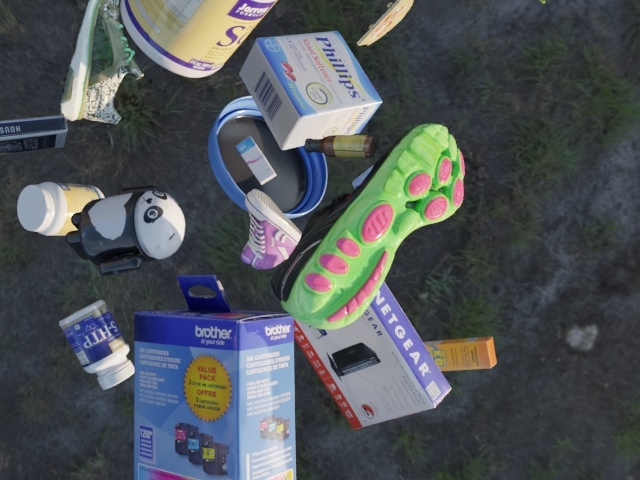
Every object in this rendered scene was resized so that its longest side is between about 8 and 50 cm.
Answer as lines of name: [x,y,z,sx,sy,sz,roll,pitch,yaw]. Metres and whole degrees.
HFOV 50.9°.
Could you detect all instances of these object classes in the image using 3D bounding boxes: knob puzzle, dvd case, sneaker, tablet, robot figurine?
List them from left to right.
dvd case: [-0.520,-0.154,1.040,0.238,0.179,0.030,-10,94,-22]
sneaker: [-0.543,-0.485,1.740,0.181,0.158,0.411,15,94,-24]
robot figurine: [-0.466,-0.029,1.615,0.277,0.173,0.209,-8,91,13]
sneaker: [-0.146,-0.008,1.670,0.161,0.102,0.282,-36,146,2]
tablet: [0.130,-0.172,1.938,0.083,0.054,0.006,-38,142,26]
sneaker: [0.085,-0.051,1.204,0.483,0.202,0.185,-43,118,-26]
knob puzzle: [0.193,-0.641,1.940,0.213,0.213,0.030,-40,88,-7]

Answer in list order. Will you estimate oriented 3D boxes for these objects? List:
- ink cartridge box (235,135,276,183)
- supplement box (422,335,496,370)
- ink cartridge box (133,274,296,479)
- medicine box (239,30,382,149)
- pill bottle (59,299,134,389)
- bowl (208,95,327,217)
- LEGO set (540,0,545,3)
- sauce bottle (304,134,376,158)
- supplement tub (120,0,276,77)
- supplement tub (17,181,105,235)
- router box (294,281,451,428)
ink cartridge box: [-0.174,-0.215,1.825,0.052,0.088,0.122,-35,93,-1]
supplement box: [0.354,0.313,1.836,0.233,0.080,0.078,-10,89,28]
ink cartridge box: [-0.189,0.259,1.176,0.151,0.269,0.396,5,84,-54]
medicine box: [-0.027,-0.415,1.832,0.289,0.149,0.264,-19,72,-35]
pill bottle: [-0.509,0.242,1.552,0.112,0.112,0.187,-29,95,-11]
bowl: [-0.155,-0.238,1.985,0.391,0.077,0.392,18,58,-32]
LEGO set: [0.169,-0.388,0.645,0.192,0.331,0.255,-19,63,7]
sauce bottle: [0.034,-0.168,1.191,0.128,0.042,0.042,7,99,22]
supplement tub: [-0.206,-0.500,1.278,0.241,0.331,0.241,25,47,-30]
supplement tub: [-0.706,-0.086,1.844,0.199,0.144,0.145,-1,103,-60]
router box: [0.101,0.265,1.605,0.082,0.301,0.336,-32,89,-43]
